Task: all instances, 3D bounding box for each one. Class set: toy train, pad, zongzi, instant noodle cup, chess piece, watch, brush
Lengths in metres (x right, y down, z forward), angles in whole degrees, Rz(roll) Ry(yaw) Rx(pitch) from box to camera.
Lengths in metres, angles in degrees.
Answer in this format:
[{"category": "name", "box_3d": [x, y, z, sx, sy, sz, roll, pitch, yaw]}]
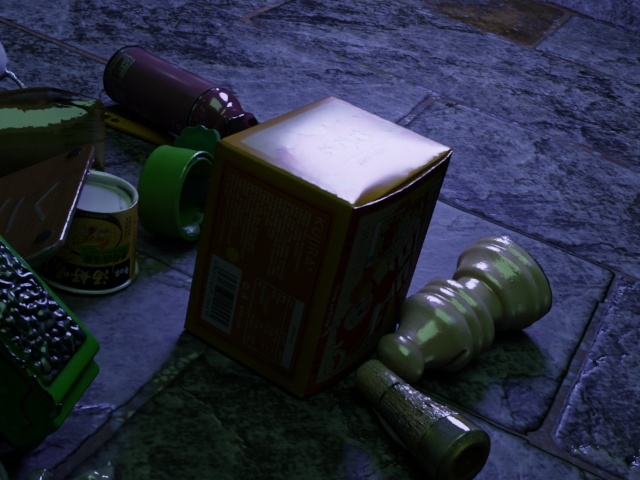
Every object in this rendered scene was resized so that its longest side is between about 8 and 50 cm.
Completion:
[{"category": "toy train", "box_3d": [-0.345, 0.107, 1.050, 0.243, 0.188, 0.132, 52, 33, -16]}, {"category": "pad", "box_3d": [-0.425, -0.012, 1.294, 0.284, 0.018, 0.286, -20, 29, 10]}, {"category": "zongzi", "box_3d": [-0.487, -0.167, 1.592, 0.274, 0.145, 0.300, -6, 19, -22]}, {"category": "instant noodle cup", "box_3d": [-0.311, -0.015, 1.390, 0.152, 0.122, 0.151, 11, 31, -7]}, {"category": "chess piece", "box_3d": [0.181, 0.102, 1.420, 0.124, 0.138, 0.307, -17, 6, 46]}, {"category": "watch", "box_3d": [-0.206, -0.088, 1.517, 0.131, 0.165, 0.152, 13, 10, 22]}, {"category": "brush", "box_3d": [-0.270, -0.171, 1.780, 0.272, 0.013, 0.103, 22, 31, 15]}]

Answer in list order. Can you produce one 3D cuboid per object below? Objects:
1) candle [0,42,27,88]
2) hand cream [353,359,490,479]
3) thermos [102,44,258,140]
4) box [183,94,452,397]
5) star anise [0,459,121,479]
[{"category": "candle", "box_3d": [-0.610, -0.300, 1.690, 0.330, 0.187, 0.187, 11, 30, -9]}, {"category": "hand cream", "box_3d": [0.109, 0.208, 1.243, 0.084, 0.084, 0.203, -10, 33, -35]}, {"category": "thermos", "box_3d": [-0.227, -0.222, 1.780, 0.330, 0.136, 0.109, 30, 54, 35]}, {"category": "box", "box_3d": [0.000, 0.000, 1.334, 0.214, 0.283, 0.260, 29, 33, 23]}, {"category": "star anise", "box_3d": [-0.284, 0.272, 0.949, 0.236, 0.093, 0.229, -13, 40, -36]}]
